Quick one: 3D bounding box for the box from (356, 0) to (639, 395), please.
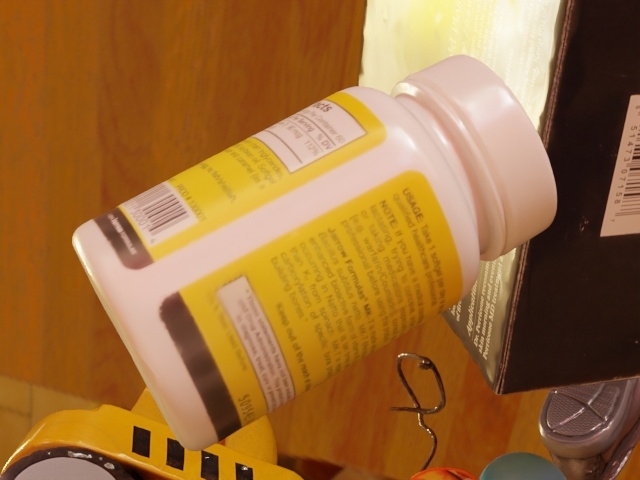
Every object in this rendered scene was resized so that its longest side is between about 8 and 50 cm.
[{"bbox_3d":[0.162,-0.125,0.787,0.178,0.312,0.343,-5,120,-18],"label":"box"}]

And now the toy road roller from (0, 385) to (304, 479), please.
[{"bbox_3d":[-0.067,0.221,0.764,0.329,0.241,0.203,19,125,5],"label":"toy road roller"}]

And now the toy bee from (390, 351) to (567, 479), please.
[{"bbox_3d":[0.113,0.240,0.843,0.298,0.162,0.195,24,137,48],"label":"toy bee"}]

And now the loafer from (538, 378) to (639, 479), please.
[{"bbox_3d":[0.316,0.143,1.158,0.109,0.302,0.095,5,126,38],"label":"loafer"}]

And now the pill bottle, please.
[{"bbox_3d":[0.000,0.000,0.527,0.208,0.119,0.119,-28,110,-12],"label":"pill bottle"}]
